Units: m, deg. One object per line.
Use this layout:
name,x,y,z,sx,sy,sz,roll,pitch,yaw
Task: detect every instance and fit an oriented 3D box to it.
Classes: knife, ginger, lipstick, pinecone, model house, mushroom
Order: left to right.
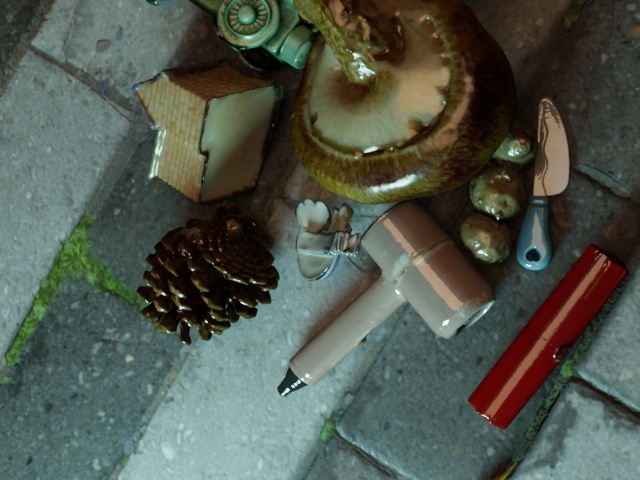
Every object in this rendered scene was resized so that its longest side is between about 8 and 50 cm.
model house,-0.179,-0.170,1.978,0.172,0.166,0.182,29,120,30
pinecone,-0.169,0.055,1.947,0.212,0.185,0.168,-27,92,30
mushroom,0.082,-0.213,1.830,0.345,0.260,0.345,-13,68,36
ginger,0.244,-0.067,1.862,0.080,0.104,0.204,16,89,-6
knife,0.314,-0.079,1.885,0.058,0.032,0.244,8,84,22
lipstick,0.309,0.129,1.842,0.073,0.073,0.279,39,98,17

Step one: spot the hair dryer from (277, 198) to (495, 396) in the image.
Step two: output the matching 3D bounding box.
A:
hair dryer,0.070,0.120,1.919,0.344,0.107,0.189,-44,76,19

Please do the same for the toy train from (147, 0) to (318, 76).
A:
toy train,-0.129,-0.420,1.991,0.397,0.160,0.253,36,90,17

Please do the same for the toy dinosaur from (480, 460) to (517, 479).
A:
toy dinosaur,0.228,0.339,1.866,0.113,0.041,0.026,-36,72,7

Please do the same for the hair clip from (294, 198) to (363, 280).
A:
hair clip,0.000,0.000,1.920,0.049,0.172,0.116,20,84,-25
